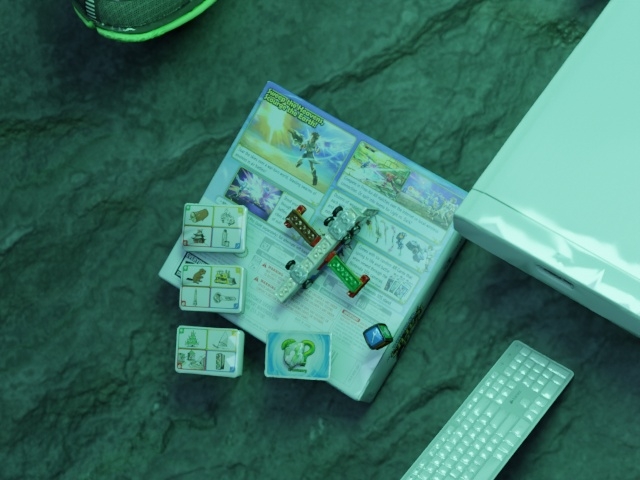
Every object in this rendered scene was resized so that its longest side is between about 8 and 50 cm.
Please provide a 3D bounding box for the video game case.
[{"bbox_3d":[0.000,0.000,1.915,0.269,0.061,0.244,31,94,19],"label":"video game case"}]

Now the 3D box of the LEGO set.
[{"bbox_3d":[-0.032,0.054,1.872,0.244,0.060,0.182,1,87,27],"label":"LEGO set"}]

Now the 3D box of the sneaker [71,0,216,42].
[{"bbox_3d":[-0.131,-0.431,1.909,0.185,0.202,0.483,25,78,18],"label":"sneaker"}]

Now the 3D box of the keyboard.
[{"bbox_3d":[0.159,0.194,1.778,0.072,0.014,0.256,26,50,23],"label":"keyboard"}]

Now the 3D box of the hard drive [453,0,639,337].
[{"bbox_3d":[0.323,-0.095,1.764,0.233,0.047,0.353,30,69,19],"label":"hard drive"}]
